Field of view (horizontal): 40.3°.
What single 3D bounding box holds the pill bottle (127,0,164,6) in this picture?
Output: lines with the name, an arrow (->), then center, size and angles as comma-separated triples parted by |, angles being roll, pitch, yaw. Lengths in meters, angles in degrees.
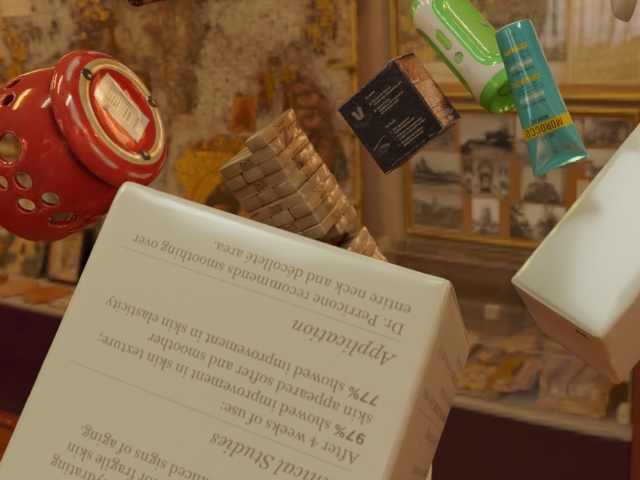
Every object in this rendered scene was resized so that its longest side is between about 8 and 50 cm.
pill bottle -> -0.151, -0.380, 1.112 | 0.219, 0.122, 0.123 | -14, 17, -10

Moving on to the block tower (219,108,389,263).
block tower -> 0.000, 0.000, 1.145 | 0.097, 0.335, 0.091 | -22, 18, 34

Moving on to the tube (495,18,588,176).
tube -> 0.297, -0.198, 1.198 | 0.080, 0.207, 0.052 | -22, -6, 40

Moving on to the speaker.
speaker -> 0.303, -0.392, 1.764 | 0.131, 0.131, 0.296 | -13, 55, -32

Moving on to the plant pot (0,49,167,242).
plant pot -> -0.289, -0.112, 1.005 | 0.174, 0.191, 0.191 | -22, 5, 28

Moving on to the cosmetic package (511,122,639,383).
cosmetic package -> 0.506, -0.031, 1.296 | 0.161, 0.453, 0.230 | 37, -5, 35

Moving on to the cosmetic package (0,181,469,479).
cosmetic package -> -0.072, 0.206, 0.864 | 0.330, 0.393, 0.327 | 18, -11, 16

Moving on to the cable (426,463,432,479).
cable -> 0.150, 0.508, 1.874 | 0.089, 0.257, 0.257 | 14, -34, -19

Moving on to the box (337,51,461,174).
box -> 0.146, -0.235, 1.613 | 0.156, 0.158, 0.093 | -37, -2, 37

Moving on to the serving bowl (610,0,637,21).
serving bowl -> 0.385, -0.321, 1.106 | 0.027, 0.083, 0.083 | 9, 17, 8
